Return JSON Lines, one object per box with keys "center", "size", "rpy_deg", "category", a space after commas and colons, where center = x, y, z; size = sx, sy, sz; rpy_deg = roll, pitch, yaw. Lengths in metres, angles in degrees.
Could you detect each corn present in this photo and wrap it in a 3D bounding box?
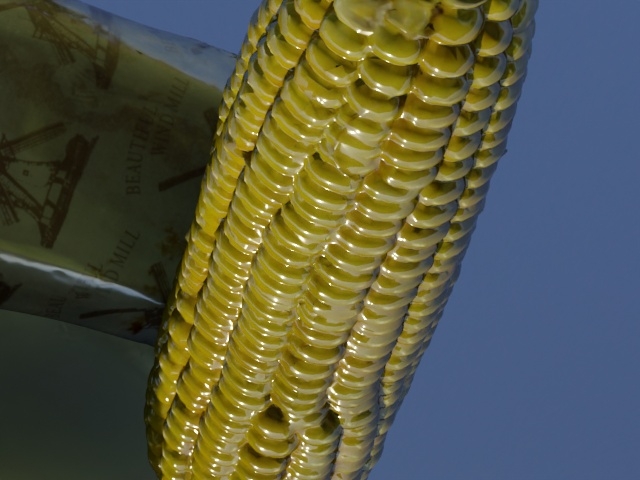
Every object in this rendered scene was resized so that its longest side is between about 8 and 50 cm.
{"center": [0.000, 0.000, 0.457], "size": [0.080, 0.231, 0.080], "rpy_deg": [8, -133, -9], "category": "corn"}

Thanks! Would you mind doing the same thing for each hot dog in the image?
{"center": [-0.092, -0.029, 0.531], "size": [0.191, 0.059, 0.108], "rpy_deg": [19, -91, -22], "category": "hot dog"}

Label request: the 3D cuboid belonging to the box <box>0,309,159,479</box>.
{"center": [-0.150, 0.093, 0.561], "size": [0.264, 0.106, 0.336], "rpy_deg": [42, -133, 12], "category": "box"}
